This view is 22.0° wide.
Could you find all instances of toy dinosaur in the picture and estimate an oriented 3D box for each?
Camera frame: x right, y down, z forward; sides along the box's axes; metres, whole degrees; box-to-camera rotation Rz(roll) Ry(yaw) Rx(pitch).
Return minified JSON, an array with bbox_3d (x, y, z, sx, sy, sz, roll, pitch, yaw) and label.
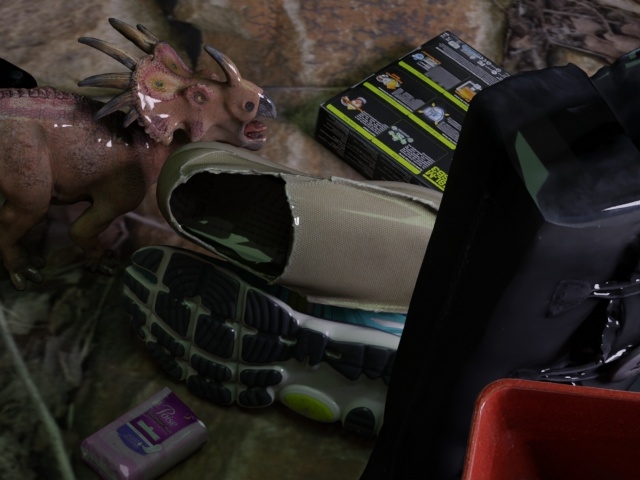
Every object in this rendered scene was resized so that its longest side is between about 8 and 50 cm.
[{"bbox_3d":[-0.200,-0.079,1.282,0.296,0.200,0.127,-7,48,-19],"label":"toy dinosaur"}]

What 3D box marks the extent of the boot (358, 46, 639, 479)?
[{"bbox_3d":[0.195,0.044,1.074,0.367,0.445,0.146,-27,57,-33],"label":"boot"}]

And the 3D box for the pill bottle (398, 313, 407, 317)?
[{"bbox_3d":[0.100,0.041,1.318,0.137,0.078,0.078,21,45,8],"label":"pill bottle"}]

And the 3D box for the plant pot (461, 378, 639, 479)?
[{"bbox_3d":[0.210,0.257,0.897,0.267,0.235,0.267,4,59,16],"label":"plant pot"}]

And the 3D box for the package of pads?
[{"bbox_3d":[-0.127,0.147,1.194,0.083,0.032,0.050,-31,62,-35],"label":"package of pads"}]

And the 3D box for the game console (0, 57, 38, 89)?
[{"bbox_3d":[-0.398,-0.074,1.344,0.213,0.044,0.361,35,48,21],"label":"game console"}]

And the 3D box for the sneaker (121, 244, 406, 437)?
[{"bbox_3d":[-0.021,0.074,1.265,0.275,0.107,0.110,21,26,2],"label":"sneaker"}]

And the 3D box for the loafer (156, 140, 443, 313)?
[{"bbox_3d":[0.000,0.000,1.198,0.269,0.102,0.092,13,16,9],"label":"loafer"}]

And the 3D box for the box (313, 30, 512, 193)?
[{"bbox_3d":[0.124,-0.093,1.482,0.191,0.045,0.184,38,52,22],"label":"box"}]
